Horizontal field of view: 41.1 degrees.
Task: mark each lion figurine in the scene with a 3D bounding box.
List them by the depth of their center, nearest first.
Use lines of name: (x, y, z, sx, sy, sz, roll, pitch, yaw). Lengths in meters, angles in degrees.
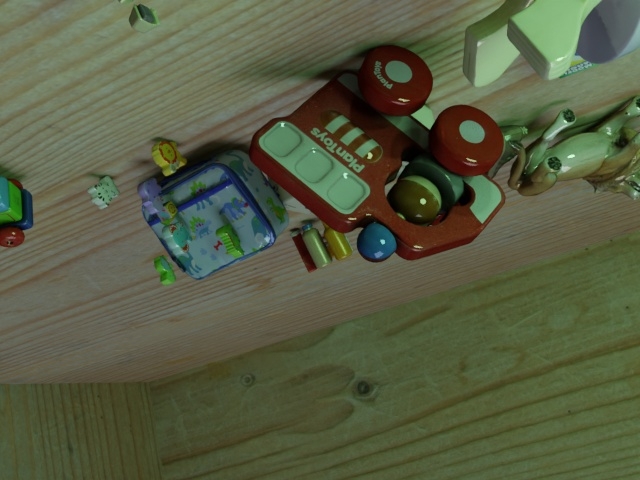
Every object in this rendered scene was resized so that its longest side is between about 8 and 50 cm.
lion figurine: (0.467, -0.149, 1.587, 0.392, 0.142, 0.240, -6, 161, -20)

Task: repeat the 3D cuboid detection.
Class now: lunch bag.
lunch bag: (-0.178, -0.043, 1.407, 0.219, 0.176, 0.090, -21, -161, 33)

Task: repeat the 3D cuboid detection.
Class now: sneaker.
sneaker: (0.336, -0.158, 1.593, 0.071, 0.066, 0.188, -16, 167, -8)

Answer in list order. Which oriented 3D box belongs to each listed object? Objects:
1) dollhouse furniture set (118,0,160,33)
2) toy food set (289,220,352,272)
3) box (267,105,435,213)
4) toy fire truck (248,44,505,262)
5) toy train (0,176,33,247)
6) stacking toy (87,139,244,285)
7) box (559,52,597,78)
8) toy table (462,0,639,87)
dollhouse furniture set: (-0.189, -0.265, 0.792, 0.081, 0.091, 0.114, -37, 152, 24)
toy food set: (0.000, 0.000, 1.901, 0.111, 0.105, 0.232, -26, -178, 0)
box: (0.051, -0.135, 1.394, 0.275, 0.094, 0.113, -21, 163, 30)
toy fire truck: (0.085, -0.093, 1.146, 0.254, 0.302, 0.169, -45, 172, -31)
toy train: (-0.567, -0.041, 1.254, 0.247, 0.105, 0.143, -14, 154, 5)
stacking toy: (-0.246, -0.035, 1.350, 0.166, 0.221, 0.052, -21, -160, 31)
box: (0.372, -0.285, 1.212, 0.105, 0.043, 0.179, -18, 165, 22)
toy table: (0.219, -0.264, 0.823, 0.160, 0.252, 0.274, -23, 135, -8)
